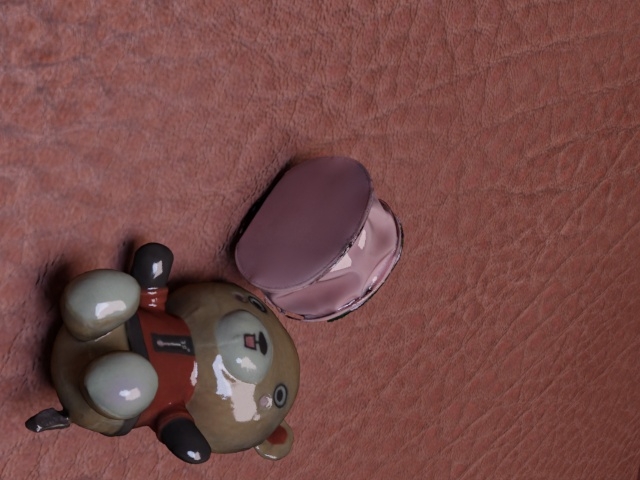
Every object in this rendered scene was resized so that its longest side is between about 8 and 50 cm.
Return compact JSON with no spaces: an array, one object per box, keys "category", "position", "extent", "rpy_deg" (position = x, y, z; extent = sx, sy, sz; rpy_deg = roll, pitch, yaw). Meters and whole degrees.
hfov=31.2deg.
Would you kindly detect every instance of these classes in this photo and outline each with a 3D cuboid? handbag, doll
[{"category":"handbag","position":[0.001,0.001,1.370],"extent":[0.205,0.179,0.116],"rpy_deg":[-57,137,-20]},{"category":"doll","position":[-0.157,0.137,1.231],"extent":[0.174,0.235,0.329],"rpy_deg":[-35,152,33]}]
